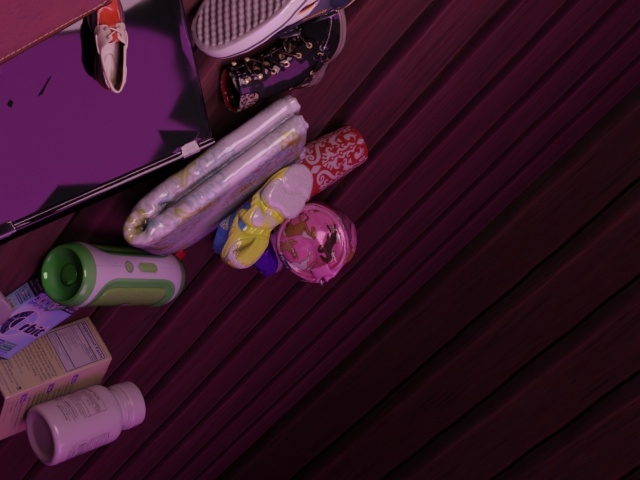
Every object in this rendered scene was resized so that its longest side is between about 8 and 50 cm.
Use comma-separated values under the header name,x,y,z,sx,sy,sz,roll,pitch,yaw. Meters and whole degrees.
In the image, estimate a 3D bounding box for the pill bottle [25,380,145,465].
name,x,y,z,sx,sy,sz,roll,pitch,yaw
pill bottle,-0.500,0.384,1.848,0.229,0.131,0.131,-14,152,-45

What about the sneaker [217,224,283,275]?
name,x,y,z,sx,sy,sz,roll,pitch,yaw
sneaker,-0.169,0.007,1.944,0.146,0.102,0.293,-27,154,-14

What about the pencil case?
name,x,y,z,sx,sy,sz,roll,pitch,yaw
pencil case,0.000,0.000,1.950,0.167,0.160,0.386,-58,177,5

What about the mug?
name,x,y,z,sx,sy,sz,roll,pitch,yaw
mug,-0.003,-0.174,1.822,0.169,0.150,0.113,-32,124,-23

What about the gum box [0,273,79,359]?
name,x,y,z,sx,sy,sz,roll,pitch,yaw
gum box,-0.579,0.151,1.671,0.184,0.041,0.157,-35,160,-3

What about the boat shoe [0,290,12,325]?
name,x,y,z,sx,sy,sz,roll,pitch,yaw
boat shoe,-0.585,0.092,1.479,0.078,0.070,0.219,-23,159,-25

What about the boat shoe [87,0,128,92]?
name,x,y,z,sx,sy,sz,roll,pitch,yaw
boat shoe,-0.277,-0.263,1.132,0.049,0.043,0.137,-11,121,-31

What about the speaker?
name,x,y,z,sx,sy,sz,roll,pitch,yaw
speaker,-0.393,0.069,1.664,0.131,0.131,0.296,-43,159,19

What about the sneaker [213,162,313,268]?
name,x,y,z,sx,sy,sz,roll,pitch,yaw
sneaker,-0.121,-0.057,1.616,0.240,0.126,0.091,-50,125,-19

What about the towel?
name,x,y,z,sx,sy,sz,roll,pitch,yaw
towel,-0.183,-0.106,1.562,0.374,0.090,0.320,-37,176,-5

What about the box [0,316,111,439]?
name,x,y,z,sx,sy,sz,roll,pitch,yaw
box,-0.605,0.300,1.857,0.243,0.117,0.213,-18,154,-38

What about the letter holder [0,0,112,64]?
name,x,y,z,sx,sy,sz,roll,pitch,yaw
letter holder,-0.399,-0.274,0.830,0.302,0.152,0.214,-32,148,-7

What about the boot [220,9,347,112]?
name,x,y,z,sx,sy,sz,roll,pitch,yaw
boot,-0.062,-0.301,1.400,0.178,0.085,0.236,-27,167,-24

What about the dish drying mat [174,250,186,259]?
name,x,y,z,sx,sy,sz,roll,pitch,yaw
dish drying mat,-0.334,0.049,1.888,0.083,0.008,0.032,-34,159,-4

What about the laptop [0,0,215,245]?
name,x,y,z,sx,sy,sz,roll,pitch,yaw
laptop,-0.385,-0.169,1.293,0.382,0.236,0.408,-27,-173,-23

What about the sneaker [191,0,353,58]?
name,x,y,z,sx,sy,sz,roll,pitch,yaw
sneaker,-0.036,-0.364,1.255,0.321,0.126,0.127,-39,155,5
